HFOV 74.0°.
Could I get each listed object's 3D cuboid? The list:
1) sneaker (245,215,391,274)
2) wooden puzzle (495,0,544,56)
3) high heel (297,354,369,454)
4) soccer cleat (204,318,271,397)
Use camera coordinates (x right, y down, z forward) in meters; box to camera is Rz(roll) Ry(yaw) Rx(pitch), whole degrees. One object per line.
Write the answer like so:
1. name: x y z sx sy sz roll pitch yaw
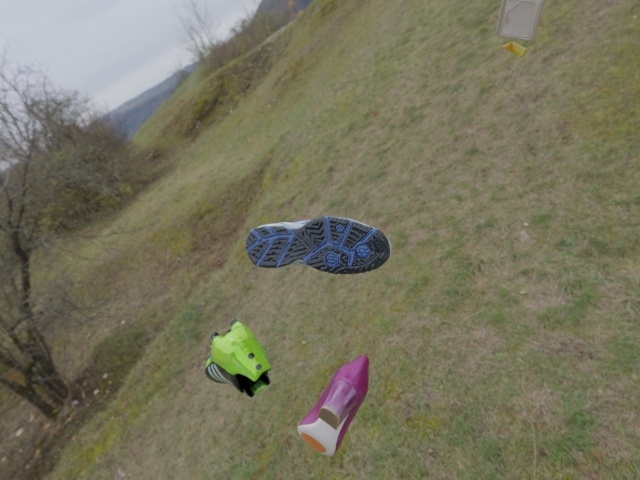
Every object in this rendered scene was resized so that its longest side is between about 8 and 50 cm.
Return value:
1. sneaker: 0.000 0.000 0.598 0.211 0.080 0.081 5 12 26
2. wooden puzzle: 0.360 -0.403 0.772 0.078 0.116 0.014 35 50 29
3. high heel: 0.026 0.295 0.755 0.082 0.244 0.117 29 50 18
4. soccer cleat: -0.094 0.148 0.488 0.060 0.072 0.179 -35 -14 -26
